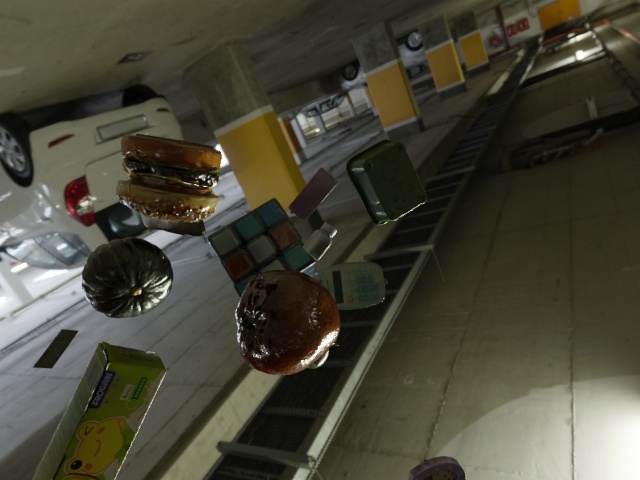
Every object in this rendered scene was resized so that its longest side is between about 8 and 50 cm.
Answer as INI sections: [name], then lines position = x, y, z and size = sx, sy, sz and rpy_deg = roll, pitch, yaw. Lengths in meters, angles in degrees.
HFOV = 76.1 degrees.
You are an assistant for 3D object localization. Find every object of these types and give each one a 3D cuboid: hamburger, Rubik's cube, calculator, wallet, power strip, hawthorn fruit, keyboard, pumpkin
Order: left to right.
[keyboard]
position = -0.937, 0.382, 1.452
size = 0.063, 0.010, 0.198
rpy_deg = 5, -154, -7
[pumpkin]
position = -0.496, 0.098, 1.061
size = 0.220, 0.221, 0.162
rpy_deg = -31, -143, -22
[wallet]
position = -0.530, -0.083, 1.450
size = 0.255, 0.137, 0.031
rpy_deg = 11, -144, 16
[hamburger]
position = -0.406, -0.165, 1.120
size = 0.290, 0.225, 0.291
rpy_deg = 10, -173, -1
[Rubik's cube]
position = -0.247, 0.077, 1.814
size = 0.363, 0.359, 0.362
rpy_deg = -35, 167, -9
[hawthorn fruit]
position = -0.068, 0.233, 1.152
size = 0.284, 0.285, 0.369
rpy_deg = -14, 156, 31
[power strip]
position = -0.035, -0.219, 1.949
size = 0.279, 0.109, 0.037
rpy_deg = -49, -176, 15
[calculator]
position = 0.180, 0.248, 2.259
size = 0.386, 0.256, 0.054
rpy_deg = -6, 174, -3

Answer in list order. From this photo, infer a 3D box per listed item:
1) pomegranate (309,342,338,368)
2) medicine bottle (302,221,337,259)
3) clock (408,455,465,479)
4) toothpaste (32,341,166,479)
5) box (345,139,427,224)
[pomegranate]
position = -0.019, 0.337, 1.335
size = 0.159, 0.129, 0.129
rpy_deg = -45, -167, 12
[medicine bottle]
position = 0.000, 0.000, 1.355
size = 0.118, 0.055, 0.074
rpy_deg = -53, -161, -2
[clock]
position = 0.352, 0.766, 1.298
size = 0.198, 0.172, 0.064
rpy_deg = -61, -170, 3
[toothpaste]
position = -0.398, 0.346, 0.720
size = 0.077, 0.110, 0.328
rpy_deg = 23, -93, 48
[box]
position = 0.293, -0.247, 1.740
size = 0.252, 0.329, 0.178
rpy_deg = -32, -165, -12
